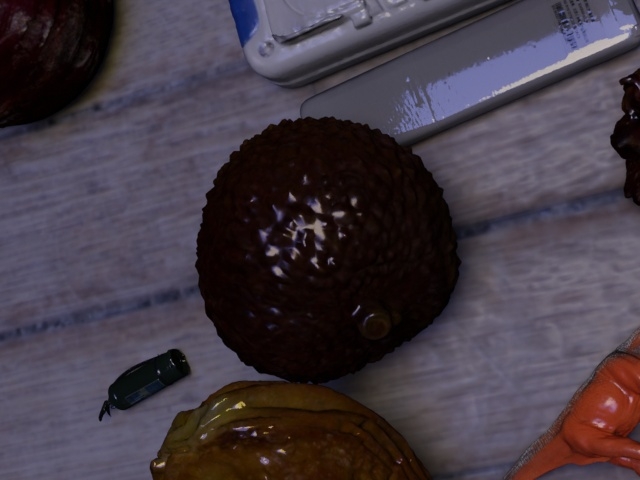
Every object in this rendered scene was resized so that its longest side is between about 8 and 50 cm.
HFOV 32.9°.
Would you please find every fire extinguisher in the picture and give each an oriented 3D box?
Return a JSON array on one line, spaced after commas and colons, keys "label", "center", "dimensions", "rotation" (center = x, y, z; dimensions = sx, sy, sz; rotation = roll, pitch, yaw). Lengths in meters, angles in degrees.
[{"label": "fire extinguisher", "center": [-0.146, 0.115, 0.876], "dimensions": [0.083, 0.025, 0.038], "rotation": [-31, 38, 15]}]

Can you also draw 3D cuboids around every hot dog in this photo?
[{"label": "hot dog", "center": [-0.004, 0.200, 0.744], "dimensions": [0.175, 0.114, 0.259], "rotation": [-20, 104, 30]}]

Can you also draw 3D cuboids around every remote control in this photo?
[{"label": "remote control", "center": [0.107, -0.123, 0.806], "dimensions": [0.261, 0.029, 0.067], "rotation": [-23, 78, 19]}]

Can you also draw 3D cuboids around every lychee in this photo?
[{"label": "lychee", "center": [-0.001, 0.003, 0.750], "dimensions": [0.194, 0.194, 0.194], "rotation": [-2, 84, 20]}]

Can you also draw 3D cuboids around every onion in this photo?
[{"label": "onion", "center": [-0.289, -0.196, 0.860], "dimensions": [0.207, 0.206, 0.216], "rotation": [11, 90, 21]}]

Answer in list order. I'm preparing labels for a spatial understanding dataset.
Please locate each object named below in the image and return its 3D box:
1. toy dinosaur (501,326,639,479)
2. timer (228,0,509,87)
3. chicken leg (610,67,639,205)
[{"label": "toy dinosaur", "center": [0.195, 0.135, 0.734], "dimensions": [0.101, 0.055, 0.279], "rotation": [34, 97, 38]}, {"label": "timer", "center": [0.041, -0.237, 0.812], "dimensions": [0.253, 0.078, 0.178], "rotation": [-20, 79, 17]}, {"label": "chicken leg", "center": [0.350, -0.109, 0.624], "dimensions": [0.407, 0.096, 0.158], "rotation": [-32, 91, 44]}]
